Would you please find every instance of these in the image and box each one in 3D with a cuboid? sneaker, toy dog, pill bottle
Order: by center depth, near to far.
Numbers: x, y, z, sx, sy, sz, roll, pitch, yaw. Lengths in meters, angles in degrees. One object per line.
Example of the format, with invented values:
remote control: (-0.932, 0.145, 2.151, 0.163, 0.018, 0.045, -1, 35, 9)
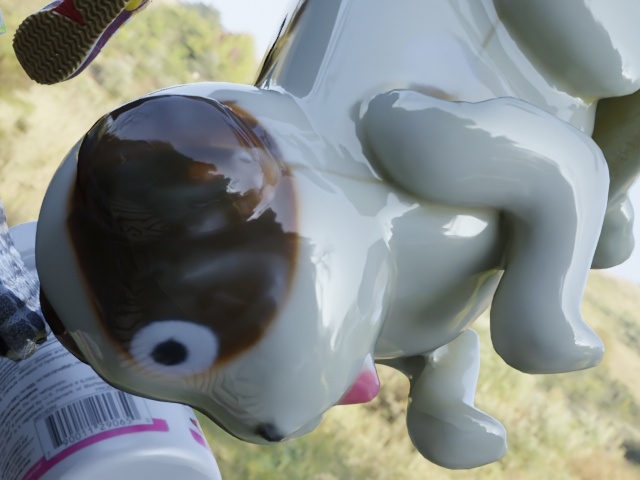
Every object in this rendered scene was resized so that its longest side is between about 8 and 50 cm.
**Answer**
toy dog: (0.024, -0.051, 0.806, 0.395, 0.408, 0.284, 52, -32, 0)
pill bottle: (-0.197, 0.121, 1.092, 0.160, 0.160, 0.283, 43, 12, -46)
sneaker: (-0.193, -0.199, 1.175, 0.185, 0.084, 0.069, -32, -86, 40)

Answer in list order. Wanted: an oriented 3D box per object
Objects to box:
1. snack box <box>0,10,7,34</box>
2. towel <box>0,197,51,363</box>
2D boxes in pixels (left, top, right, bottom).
snack box: (-0.412, -0.285, 1.307, 0.174, 0.070, 0.207, -23, 100, -55)
towel: (-0.263, -0.017, 0.876, 0.284, 0.121, 0.235, -165, -126, -81)
